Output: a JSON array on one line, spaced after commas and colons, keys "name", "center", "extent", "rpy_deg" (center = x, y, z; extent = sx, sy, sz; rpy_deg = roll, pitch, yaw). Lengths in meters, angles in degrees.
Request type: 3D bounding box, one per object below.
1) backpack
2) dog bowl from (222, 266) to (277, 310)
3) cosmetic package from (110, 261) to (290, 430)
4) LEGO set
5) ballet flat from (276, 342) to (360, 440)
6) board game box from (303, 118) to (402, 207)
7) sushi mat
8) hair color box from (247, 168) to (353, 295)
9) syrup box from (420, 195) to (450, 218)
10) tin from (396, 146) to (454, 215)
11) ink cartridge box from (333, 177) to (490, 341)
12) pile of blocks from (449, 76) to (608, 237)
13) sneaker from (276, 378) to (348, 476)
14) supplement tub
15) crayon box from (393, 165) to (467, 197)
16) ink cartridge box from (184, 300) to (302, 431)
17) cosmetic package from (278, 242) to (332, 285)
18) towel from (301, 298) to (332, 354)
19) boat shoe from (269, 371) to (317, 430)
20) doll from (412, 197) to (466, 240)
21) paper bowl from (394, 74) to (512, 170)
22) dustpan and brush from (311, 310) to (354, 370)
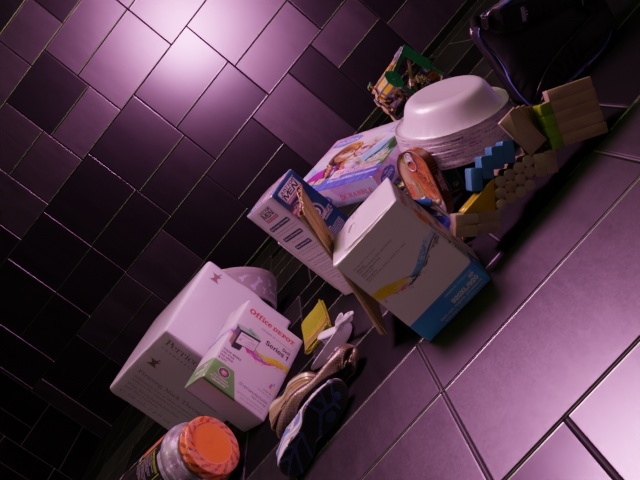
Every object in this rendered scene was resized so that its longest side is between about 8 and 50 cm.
[{"name": "backpack", "center": [0.496, -0.458, 1.534], "extent": [0.263, 0.276, 0.213], "rpy_deg": [-36, 16, 11]}, {"name": "dog bowl", "center": [-0.308, 0.221, 2.375], "extent": [0.349, 0.349, 0.102], "rpy_deg": [-42, 53, 39]}, {"name": "cosmetic package", "center": [-0.366, 0.350, 2.114], "extent": [0.394, 0.329, 0.327], "rpy_deg": [-44, 13, 36]}, {"name": "LEGO set", "center": [0.275, -0.392, 2.018], "extent": [0.192, 0.332, 0.254], "rpy_deg": [-50, 21, 48]}, {"name": "ballet flat", "center": [0.001, 0.323, 1.439], "extent": [0.250, 0.084, 0.058], "rpy_deg": [-49, 35, -9]}, {"name": "board game box", "center": [0.103, -0.203, 1.865], "extent": [0.319, 0.065, 0.318], "rpy_deg": [-12, 30, 42]}, {"name": "sushi mat", "center": [0.041, 0.038, 1.377], "extent": [0.019, 0.316, 0.151], "rpy_deg": [-30, 23, 11]}, {"name": "hair color box", "center": [-0.003, -0.015, 1.787], "extent": [0.105, 0.347, 0.174], "rpy_deg": [-58, 13, -29]}, {"name": "syrup box", "center": [0.203, 0.021, 1.513], "extent": [0.093, 0.096, 0.236], "rpy_deg": [-39, 17, 48]}, {"name": "tin", "center": [0.244, -0.128, 1.602], "extent": [0.040, 0.189, 0.106], "rpy_deg": [-34, 13, -33]}, {"name": "ink cartridge box", "center": [0.162, 0.031, 1.291], "extent": [0.168, 0.233, 0.171], "rpy_deg": [-49, 12, 14]}, {"name": "pile of blocks", "center": [0.353, -0.152, 1.268], "extent": [0.362, 0.149, 0.112], "rpy_deg": [-44, 5, 2]}, {"name": "sneaker", "center": [-0.024, 0.361, 1.371], "extent": [0.211, 0.080, 0.081], "rpy_deg": [-52, 14, -11]}, {"name": "supplement tub", "center": [-0.347, 0.574, 1.682], "extent": [0.316, 0.194, 0.193], "rpy_deg": [-45, 13, 29]}, {"name": "crayon box", "center": [0.277, -0.200, 1.814], "extent": [0.203, 0.083, 0.323], "rpy_deg": [-25, 21, 24]}, {"name": "ink cartridge box", "center": [-0.198, 0.330, 1.840], "extent": [0.117, 0.201, 0.278], "rpy_deg": [-39, 16, 44]}, {"name": "cosmetic package", "center": [0.000, 0.000, 2.045], "extent": [0.138, 0.225, 0.224], "rpy_deg": [-51, 11, 10]}, {"name": "towel", "center": [-0.017, 0.233, 1.899], "extent": [0.102, 0.021, 0.237], "rpy_deg": [-49, 11, 6]}, {"name": "boat shoe", "center": [-0.057, 0.369, 1.550], "extent": [0.190, 0.068, 0.072], "rpy_deg": [-55, 19, 37]}, {"name": "doll", "center": [0.221, -0.047, 1.459], "extent": [0.129, 0.189, 0.046], "rpy_deg": [-46, -31, -26]}, {"name": "paper bowl", "center": [0.316, -0.294, 1.656], "extent": [0.285, 0.148, 0.284], "rpy_deg": [-18, 25, 9]}, {"name": "dustpan and brush", "center": [0.040, 0.215, 1.631], "extent": [0.211, 0.060, 0.147], "rpy_deg": [-37, 18, 52]}]
